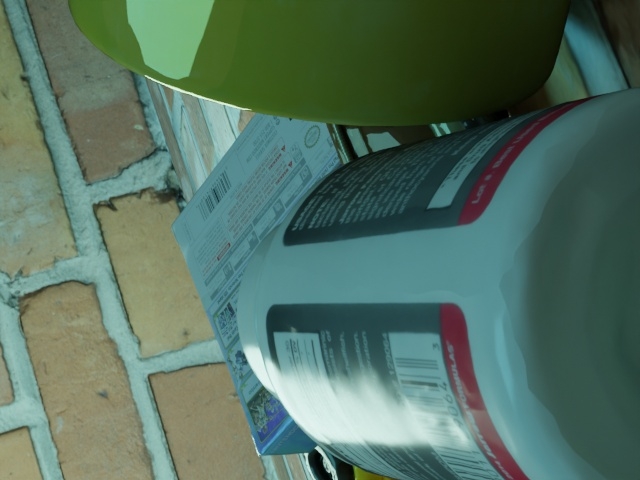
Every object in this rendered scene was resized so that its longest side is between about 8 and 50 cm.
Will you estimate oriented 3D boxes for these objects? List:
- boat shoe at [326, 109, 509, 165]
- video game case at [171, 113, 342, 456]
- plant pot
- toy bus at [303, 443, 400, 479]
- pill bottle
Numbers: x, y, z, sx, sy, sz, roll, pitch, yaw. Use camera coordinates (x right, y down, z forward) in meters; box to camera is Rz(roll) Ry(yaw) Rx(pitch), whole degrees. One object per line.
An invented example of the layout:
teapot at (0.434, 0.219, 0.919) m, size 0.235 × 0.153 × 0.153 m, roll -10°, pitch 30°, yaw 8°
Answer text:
boat shoe at (0.013, -0.147, 0.825) m, size 0.122 × 0.120 × 0.324 m, roll 30°, pitch -149°, yaw -54°
video game case at (0.000, 0.000, 1.005) m, size 0.269 × 0.061 × 0.244 m, roll -49°, pitch 50°, yaw 35°
plant pot at (0.011, -0.213, 0.593) m, size 0.254 × 0.254 × 0.239 m, roll -124°, pitch 36°, yaw -54°
toy bus at (0.101, 0.231, 1.036) m, size 0.211 × 0.149 × 0.220 m, roll 25°, pitch 130°, yaw 57°
pill bottle at (0.075, 0.034, 0.606) m, size 0.318 × 0.176 × 0.176 m, roll -7°, pitch 100°, yaw 64°
